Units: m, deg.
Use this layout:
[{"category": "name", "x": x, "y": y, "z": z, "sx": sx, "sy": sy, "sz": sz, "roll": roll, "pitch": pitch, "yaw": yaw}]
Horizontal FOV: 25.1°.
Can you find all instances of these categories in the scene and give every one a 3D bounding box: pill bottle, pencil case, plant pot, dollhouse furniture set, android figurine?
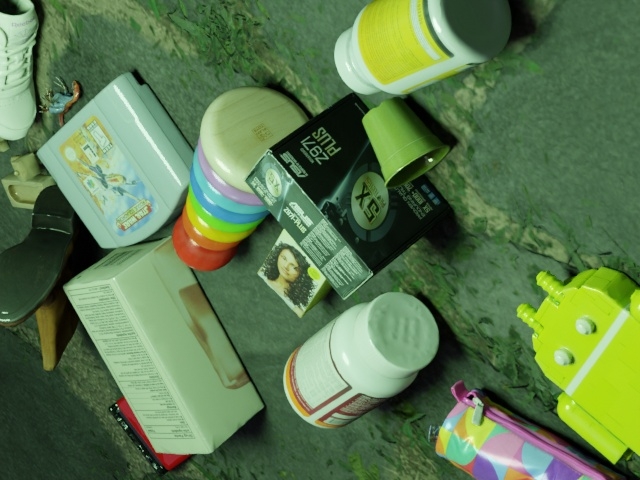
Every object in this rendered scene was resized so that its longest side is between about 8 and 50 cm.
[{"category": "pill bottle", "x": 0.097, "y": -0.206, "z": 1.447, "sx": 0.184, "sy": 0.103, "sz": 0.103, "roll": -17, "pitch": 107, "yaw": 52}, {"category": "pencil case", "x": 0.244, "y": 0.264, "z": 1.693, "sx": 0.236, "sy": 0.104, "sz": 0.104, "roll": 30, "pitch": 139, "yaw": 26}, {"category": "plant pot", "x": 0.086, "y": -0.112, "z": 1.571, "sx": 0.079, "sy": 0.083, "sz": 0.083, "roll": 58, "pitch": 146, "yaw": 13}, {"category": "pill bottle", "x": 0.050, "y": 0.148, "z": 1.786, "sx": 0.121, "sy": 0.121, "sz": 0.221, "roll": 51, "pitch": 144, "yaw": 2}, {"category": "dollhouse furniture set", "x": -0.503, "y": -0.096, "z": 2.190, "sx": 0.144, "sy": 0.123, "sz": 0.151, "roll": 7, "pitch": 125, "yaw": 45}, {"category": "android figurine", "x": 0.329, "y": 0.136, "z": 1.526, "sx": 0.273, "sy": 0.056, "sz": 0.248, "roll": 41, "pitch": 143, "yaw": 13}]

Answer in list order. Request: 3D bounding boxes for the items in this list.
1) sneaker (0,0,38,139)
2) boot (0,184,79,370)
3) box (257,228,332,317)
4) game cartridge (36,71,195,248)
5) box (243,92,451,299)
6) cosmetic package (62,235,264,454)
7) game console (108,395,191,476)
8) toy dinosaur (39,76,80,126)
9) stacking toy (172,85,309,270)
[{"category": "sneaker", "x": -0.452, "y": -0.269, "z": 1.993, "sx": 0.152, "sy": 0.114, "sz": 0.305, "roll": 19, "pitch": 133, "yaw": 39}, {"category": "boot", "x": -0.427, "y": 0.097, "z": 2.161, "sx": 0.096, "sy": 0.264, "sz": 0.280, "roll": 8, "pitch": 136, "yaw": -1}, {"category": "box", "x": 0.000, "y": 0.000, "z": 1.770, "sx": 0.087, "sy": 0.058, "sz": 0.232, "roll": 45, "pitch": 143, "yaw": 11}, {"category": "game cartridge", "x": -0.278, "y": -0.097, "z": 2.003, "sx": 0.198, "sy": 0.062, "sz": 0.297, "roll": 59, "pitch": 144, "yaw": -1}, {"category": "box", "x": 0.031, "y": -0.052, "z": 1.615, "sx": 0.180, "sy": 0.147, "sz": 0.077, "roll": 51, "pitch": 145, "yaw": 4}, {"category": "cosmetic package", "x": -0.227, "y": 0.155, "z": 2.094, "sx": 0.153, "sy": 0.129, "sz": 0.296, "roll": -8, "pitch": 113, "yaw": 49}, {"category": "game console", "x": -0.274, "y": 0.308, "z": 2.376, "sx": 0.144, "sy": 0.085, "sz": 0.124, "roll": 53, "pitch": 176, "yaw": 0}, {"category": "toy dinosaur", "x": -0.360, "y": -0.201, "z": 2.034, "sx": 0.082, "sy": 0.047, "sz": 0.090, "roll": 5, "pitch": 157, "yaw": 36}, {"category": "stacking toy", "x": -0.118, "y": -0.053, "z": 1.802, "sx": 0.141, "sy": 0.141, "sz": 0.330, "roll": 47, "pitch": 148, "yaw": 7}]
